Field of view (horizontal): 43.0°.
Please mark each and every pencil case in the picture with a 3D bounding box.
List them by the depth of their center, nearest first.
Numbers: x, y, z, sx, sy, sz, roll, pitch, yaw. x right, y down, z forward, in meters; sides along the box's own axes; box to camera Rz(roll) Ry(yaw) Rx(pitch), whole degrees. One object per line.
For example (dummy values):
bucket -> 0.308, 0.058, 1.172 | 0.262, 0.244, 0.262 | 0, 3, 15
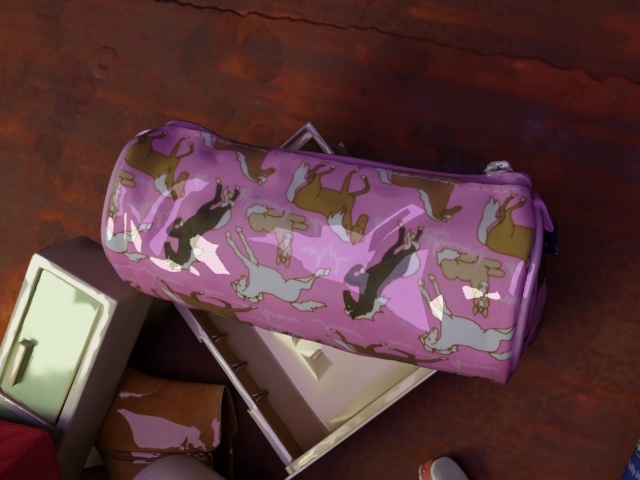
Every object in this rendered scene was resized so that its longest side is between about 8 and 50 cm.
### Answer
pencil case -> 0.000, 0.000, 0.698 | 0.386, 0.160, 0.167 | 10, 60, 20

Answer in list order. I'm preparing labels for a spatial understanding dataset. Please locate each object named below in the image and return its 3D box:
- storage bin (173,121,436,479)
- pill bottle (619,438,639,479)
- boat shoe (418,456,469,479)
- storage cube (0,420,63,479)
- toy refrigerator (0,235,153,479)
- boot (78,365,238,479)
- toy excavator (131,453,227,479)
storage bin -> -0.011, 0.067, 0.848 | 0.260, 0.123, 0.262 | -40, 79, 15
pill bottle -> 0.362, 0.183, 0.702 | 0.153, 0.153, 0.264 | 25, 98, 18
boat shoe -> 0.148, 0.286, 0.837 | 0.137, 0.049, 0.043 | 57, 149, 8
storage cube -> -0.368, 0.292, 0.761 | 0.184, 0.193, 0.214 | 6, 117, 21
toy refrigerator -> -0.275, 0.141, 0.844 | 0.102, 0.094, 0.269 | 30, 109, 10
boot -> -0.208, 0.176, 0.941 | 0.211, 0.104, 0.295 | -12, 91, 14
toy excavator -> -0.214, 0.495, 0.807 | 0.222, 0.433, 0.445 | 22, 133, 40
